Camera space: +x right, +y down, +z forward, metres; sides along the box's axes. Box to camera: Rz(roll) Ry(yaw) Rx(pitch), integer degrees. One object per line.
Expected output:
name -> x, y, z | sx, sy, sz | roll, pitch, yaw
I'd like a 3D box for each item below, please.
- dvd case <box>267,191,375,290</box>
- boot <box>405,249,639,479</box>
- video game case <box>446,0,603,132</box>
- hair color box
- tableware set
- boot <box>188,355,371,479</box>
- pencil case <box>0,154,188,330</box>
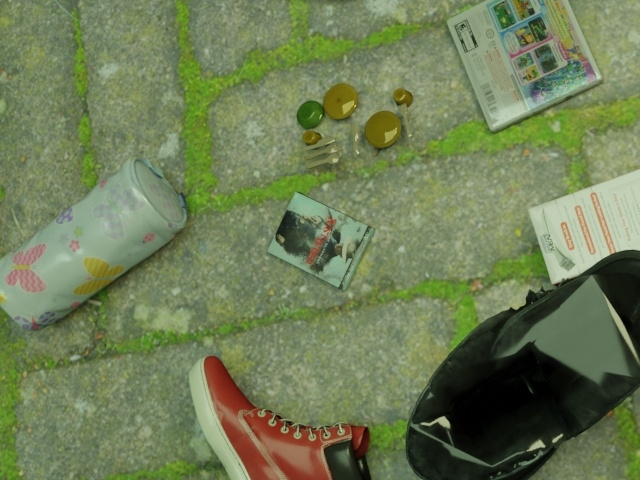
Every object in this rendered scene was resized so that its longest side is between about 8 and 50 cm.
dvd case -> 0.000, 0.000, 1.492 | 0.119, 0.013, 0.087 | 27, 92, 24
boot -> 0.178, 0.163, 1.127 | 0.146, 0.445, 0.367 | 42, 106, 10
video game case -> 0.242, -0.226, 1.428 | 0.143, 0.019, 0.157 | -25, 71, 17
hair color box -> 0.327, -0.018, 1.334 | 0.167, 0.053, 0.093 | -20, 75, 17
tableware set -> 0.043, -0.151, 1.498 | 0.154, 0.024, 0.104 | -17, 71, 21
boot -> -0.041, 0.220, 1.432 | 0.176, 0.088, 0.244 | -33, 78, 14
pencil case -> -0.308, 0.003, 1.569 | 0.273, 0.113, 0.124 | -36, 59, 13
